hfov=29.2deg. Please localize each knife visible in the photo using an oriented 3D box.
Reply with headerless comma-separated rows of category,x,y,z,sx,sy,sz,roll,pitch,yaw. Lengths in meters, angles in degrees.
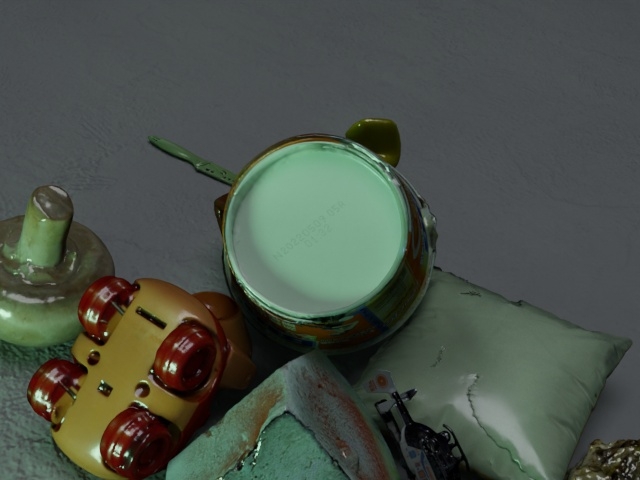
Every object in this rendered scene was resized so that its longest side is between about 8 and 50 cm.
knife,-0.195,-0.124,1.968,0.207,0.014,0.030,26,42,18

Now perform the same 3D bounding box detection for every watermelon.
watermelon,-0.011,0.229,1.435,0.320,0.213,0.289,9,49,9

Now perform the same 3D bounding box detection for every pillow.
pillow,0.216,0.180,1.602,0.312,0.119,0.310,19,44,22

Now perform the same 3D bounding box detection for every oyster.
oyster,0.367,0.296,1.557,0.108,0.053,0.166,28,50,35

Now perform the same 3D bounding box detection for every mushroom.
mushroom,-0.370,0.026,1.615,0.207,0.215,0.207,11,40,-10

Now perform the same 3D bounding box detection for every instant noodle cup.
instant noodle cup,0.000,0.000,1.552,0.296,0.214,0.296,-1,82,5

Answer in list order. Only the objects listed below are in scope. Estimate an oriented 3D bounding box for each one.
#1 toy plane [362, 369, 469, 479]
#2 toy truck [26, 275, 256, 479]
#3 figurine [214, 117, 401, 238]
toy plane,0.116,0.244,1.487,0.053,0.078,0.197,-18,77,-49
toy truck,-0.200,0.173,1.523,0.189,0.239,0.264,29,86,27
figurine,-0.005,-0.009,1.740,0.284,0.204,0.338,12,48,-25
